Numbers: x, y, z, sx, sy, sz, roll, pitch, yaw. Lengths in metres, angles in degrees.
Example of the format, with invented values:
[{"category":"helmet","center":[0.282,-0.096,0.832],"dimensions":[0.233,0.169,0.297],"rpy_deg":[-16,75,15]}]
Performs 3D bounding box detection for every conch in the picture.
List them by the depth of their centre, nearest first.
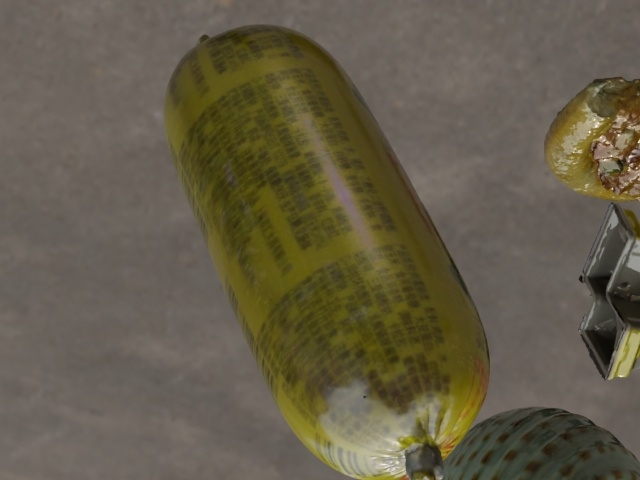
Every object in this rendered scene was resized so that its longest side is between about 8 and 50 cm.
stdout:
[{"category":"conch","center":[0.146,0.178,1.146],"dimensions":[0.200,0.172,0.131],"rpy_deg":[43,148,28]}]

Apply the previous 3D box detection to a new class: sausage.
[{"category":"sausage","center":[0.000,0.000,0.957],"dimensions":[0.123,0.347,0.123],"rpy_deg":[-16,142,-13]}]

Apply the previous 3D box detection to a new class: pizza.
[{"category":"pizza","center":[0.304,-0.091,1.537],"dimensions":[0.197,0.058,0.292],"rpy_deg":[-17,161,11]}]

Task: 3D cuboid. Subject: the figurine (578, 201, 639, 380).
[{"category":"figurine","center":[0.425,0.074,1.818],"dimensions":[0.308,0.308,0.143],"rpy_deg":[24,176,-19]}]
